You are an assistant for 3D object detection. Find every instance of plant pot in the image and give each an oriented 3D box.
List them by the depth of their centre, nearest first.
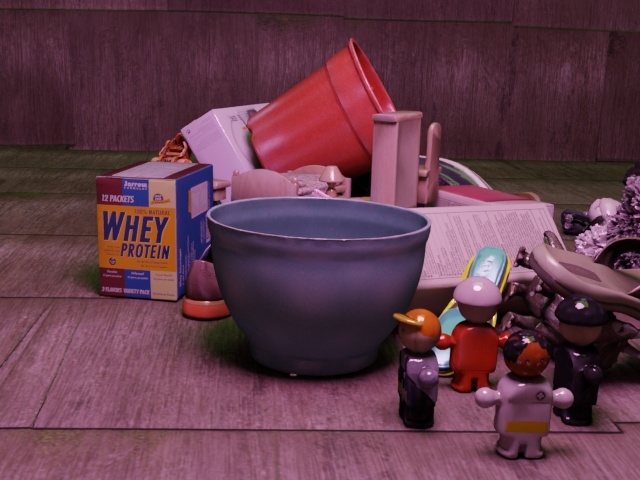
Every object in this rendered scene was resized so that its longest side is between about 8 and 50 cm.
[{"bbox_3d":[-0.005,0.061,1.206,0.292,0.196,0.293,2,13,-1],"label":"plant pot"},{"bbox_3d":[0.013,-0.221,1.832,0.265,0.273,0.272,-28,7,13],"label":"plant pot"}]

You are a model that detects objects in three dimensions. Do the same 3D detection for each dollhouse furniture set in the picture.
[{"bbox_3d":[0.006,-0.159,1.660,0.355,0.174,0.303,9,14,29],"label":"dollhouse furniture set"}]

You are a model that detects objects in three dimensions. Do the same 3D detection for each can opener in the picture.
[{"bbox_3d":[0.622,-0.033,2.068,0.073,0.059,0.186,-4,13,-30],"label":"can opener"}]

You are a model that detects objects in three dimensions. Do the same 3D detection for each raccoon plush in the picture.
[{"bbox_3d":[0.544,0.072,1.471,0.216,0.299,0.447,15,42,-12],"label":"raccoon plush"}]

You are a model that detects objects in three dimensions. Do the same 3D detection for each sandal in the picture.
[{"bbox_3d":[0.394,0.042,1.147,0.302,0.086,0.120,11,24,-36],"label":"sandal"}]

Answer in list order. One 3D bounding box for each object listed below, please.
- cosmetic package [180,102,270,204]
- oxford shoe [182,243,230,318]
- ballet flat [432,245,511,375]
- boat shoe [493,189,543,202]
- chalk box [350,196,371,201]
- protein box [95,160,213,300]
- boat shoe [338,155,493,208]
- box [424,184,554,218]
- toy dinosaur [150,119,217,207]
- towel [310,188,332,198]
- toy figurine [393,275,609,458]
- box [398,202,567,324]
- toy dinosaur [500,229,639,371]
[{"bbox_3d":[-0.118,-0.153,1.983,0.097,0.285,0.377,-27,1,23],"label":"cosmetic package"},{"bbox_3d":[-0.135,0.047,1.476,0.096,0.099,0.271,6,13,16],"label":"oxford shoe"},{"bbox_3d":[0.206,0.109,1.247,0.077,0.077,0.231,19,54,20],"label":"ballet flat"},{"bbox_3d":[0.380,-0.050,1.984,0.119,0.123,0.324,1,4,-12],"label":"boat shoe"},{"bbox_3d":[0.084,-0.007,1.691,0.212,0.133,0.132,-4,14,-29],"label":"chalk box"},{"bbox_3d":[-0.273,-0.023,1.537,0.135,0.200,0.201,3,12,10],"label":"protein box"},{"bbox_3d":[0.169,-0.114,1.973,0.500,0.187,0.156,31,37,29],"label":"boat shoe"},{"bbox_3d":[0.312,-0.015,1.723,0.126,0.149,0.232,-4,14,-30],"label":"box"},{"bbox_3d":[-0.291,-0.105,1.845,0.164,0.218,0.322,24,63,24],"label":"toy dinosaur"},{"bbox_3d":[0.000,0.000,1.481,0.144,0.197,0.029,30,46,-18],"label":"towel"},{"bbox_3d":[0.201,0.132,1.026,0.213,0.148,0.209,13,16,39],"label":"toy figurine"},{"bbox_3d":[0.217,0.035,1.405,0.310,0.148,0.121,-2,-32,-21],"label":"box"},{"bbox_3d":[0.345,0.090,1.273,0.160,0.121,0.313,26,18,-6],"label":"toy dinosaur"}]
